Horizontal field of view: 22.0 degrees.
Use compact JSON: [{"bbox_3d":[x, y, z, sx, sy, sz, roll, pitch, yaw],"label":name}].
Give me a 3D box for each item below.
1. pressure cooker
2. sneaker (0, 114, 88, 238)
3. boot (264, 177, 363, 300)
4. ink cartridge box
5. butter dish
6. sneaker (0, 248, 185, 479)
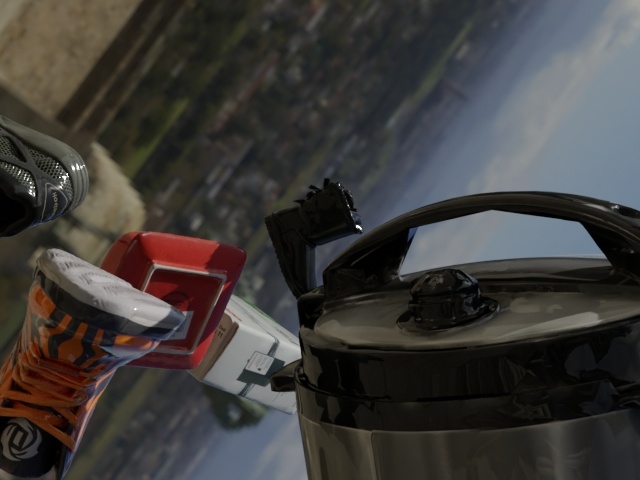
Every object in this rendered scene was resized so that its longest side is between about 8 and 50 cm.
[{"bbox_3d":[0.171,0.168,1.324,0.369,0.420,0.375,-11,-172,-10],"label":"pressure cooker"},{"bbox_3d":[-0.325,-0.066,1.406,0.130,0.227,0.087,-42,152,-58],"label":"sneaker"},{"bbox_3d":[0.000,0.000,1.812,0.099,0.121,0.045,-24,168,16],"label":"boot"},{"bbox_3d":[-0.113,0.122,2.009,0.087,0.153,0.208,-56,144,3],"label":"ink cartridge box"},{"bbox_3d":[-0.186,0.047,1.779,0.160,0.118,0.160,9,112,-42],"label":"butter dish"},{"bbox_3d":[-0.204,0.112,1.330,0.180,0.124,0.321,-63,-177,-7],"label":"sneaker"}]
